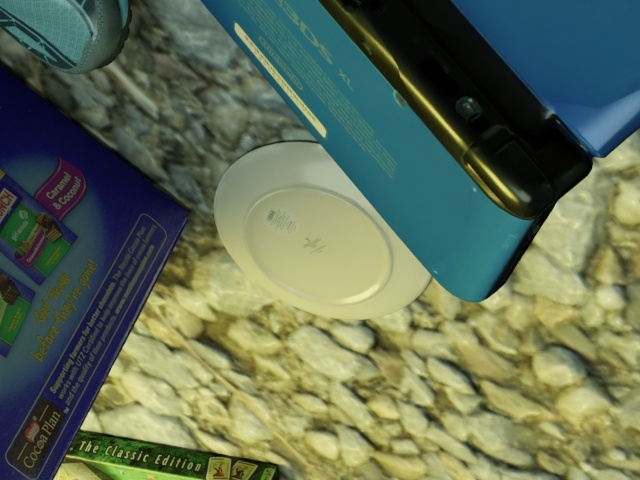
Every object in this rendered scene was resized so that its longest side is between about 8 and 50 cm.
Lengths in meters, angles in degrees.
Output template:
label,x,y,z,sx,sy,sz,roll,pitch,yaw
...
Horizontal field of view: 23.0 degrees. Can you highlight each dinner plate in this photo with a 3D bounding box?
label,x,y,z,sx,sy,sz,roll,pitch,yaw
dinner plate,0.000,0.000,0.950,0.141,0.017,0.141,12,133,13

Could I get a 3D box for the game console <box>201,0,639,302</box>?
label,x,y,z,sx,sy,sz,roll,pitch,yaw
game console,0.052,-0.154,0.698,0.293,0.173,0.250,51,167,11

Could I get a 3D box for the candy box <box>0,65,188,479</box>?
label,x,y,z,sx,sy,sz,roll,pitch,yaw
candy box,-0.264,-0.006,0.875,0.317,0.268,0.122,40,130,-15

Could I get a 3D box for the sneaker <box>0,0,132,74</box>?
label,x,y,z,sx,sy,sz,roll,pitch,yaw
sneaker,-0.213,-0.168,0.805,0.262,0.125,0.104,45,135,-19

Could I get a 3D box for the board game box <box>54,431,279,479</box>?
label,x,y,z,sx,sy,sz,roll,pitch,yaw
board game box,-0.150,0.201,1.191,0.259,0.030,0.136,8,131,16
